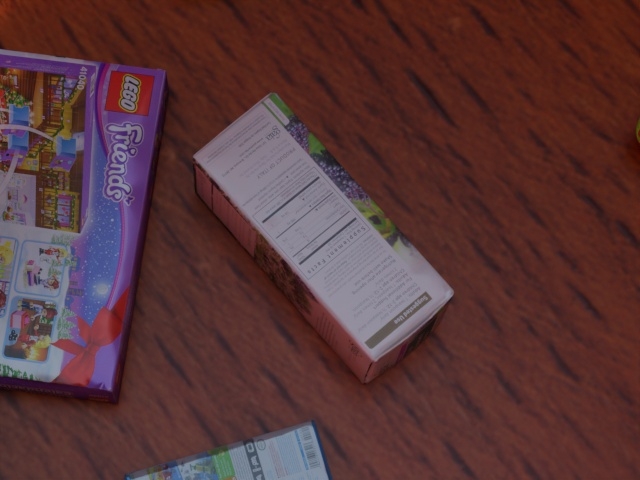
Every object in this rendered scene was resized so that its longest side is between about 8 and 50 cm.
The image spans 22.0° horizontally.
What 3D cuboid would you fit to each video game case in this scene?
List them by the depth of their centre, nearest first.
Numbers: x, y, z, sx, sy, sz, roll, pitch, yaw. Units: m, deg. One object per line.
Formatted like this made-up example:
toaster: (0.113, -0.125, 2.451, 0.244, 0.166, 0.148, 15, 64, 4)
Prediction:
video game case: (-0.068, 0.229, 1.375, 0.166, 0.015, 0.119, -15, 75, -7)

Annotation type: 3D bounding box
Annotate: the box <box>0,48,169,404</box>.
box: (-0.251, -0.017, 1.419, 0.201, 0.057, 0.293, 8, 73, 0)

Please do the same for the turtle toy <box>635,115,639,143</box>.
turtle toy: (0.342, -0.105, 1.469, 0.130, 0.066, 0.095, -15, 74, -7)

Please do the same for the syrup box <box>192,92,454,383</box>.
syrup box: (0.000, 0.000, 1.407, 0.096, 0.093, 0.237, -40, 79, -13)
